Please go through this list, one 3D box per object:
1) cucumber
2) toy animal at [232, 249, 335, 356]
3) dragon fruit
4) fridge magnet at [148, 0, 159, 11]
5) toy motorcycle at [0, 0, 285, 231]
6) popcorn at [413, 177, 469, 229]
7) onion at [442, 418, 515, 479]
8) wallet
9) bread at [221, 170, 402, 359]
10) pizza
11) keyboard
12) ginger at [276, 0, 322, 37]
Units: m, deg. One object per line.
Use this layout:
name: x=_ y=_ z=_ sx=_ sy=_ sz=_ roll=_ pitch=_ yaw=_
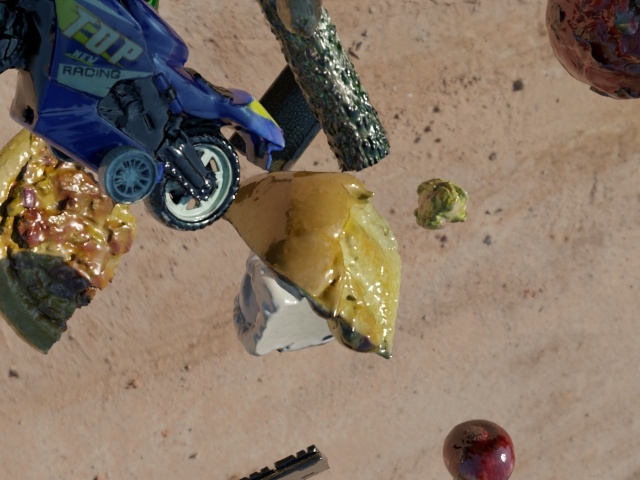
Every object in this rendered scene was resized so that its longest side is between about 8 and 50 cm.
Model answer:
cucumber: x=-0.004 y=-0.270 z=1.016 sx=0.096 sy=0.096 sz=0.359 roll=-33 pitch=118 yaw=-10
toy animal: x=-0.025 y=0.059 z=0.975 sx=0.208 sy=0.156 sz=0.204 roll=-11 pitch=140 yaw=-31
dragon fruit: x=0.488 y=-0.347 z=1.049 sx=0.343 sy=0.278 sz=0.277 roll=-4 pitch=119 yaw=-64
fridge magnet: x=-0.334 y=-0.349 z=0.974 sx=0.208 sy=0.088 sz=0.207 roll=-9 pitch=120 yaw=-17
toy motorcycle: x=-0.142 y=-0.123 z=0.520 sx=0.168 sy=0.113 sz=0.315 roll=-57 pitch=139 yaw=-4
popcorn: x=0.228 y=-0.072 z=1.312 sx=0.089 sy=0.096 sz=0.109 roll=-8 pitch=158 yaw=-25
onion: x=0.280 y=0.380 z=1.224 sx=0.131 sy=0.131 sz=0.131 roll=-10 pitch=115 yaw=-22
wallet: x=-0.054 y=-0.243 z=1.304 sx=0.133 sy=0.039 sz=0.243 roll=37 pitch=82 yaw=4
bread: x=0.008 y=-0.003 z=0.725 sx=0.133 sy=0.251 sz=0.174 roll=-46 pitch=129 yaw=0
pizza: x=-0.453 y=-0.008 z=1.200 sx=0.278 sy=0.114 sz=0.408 roll=7 pitch=87 yaw=-39
keyboard: x=-0.139 y=0.320 z=0.818 sx=0.317 sy=0.027 sz=0.106 roll=-23 pitch=156 yaw=-5
ginger: x=-0.008 y=-0.300 z=0.607 sx=0.065 sy=0.149 sz=0.258 roll=2 pitch=93 yaw=-5
